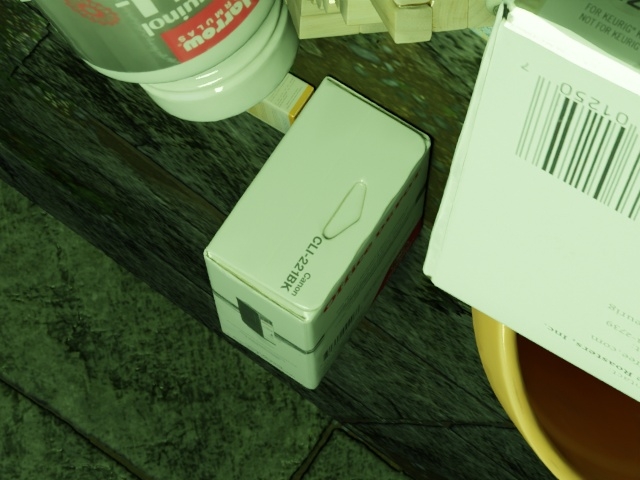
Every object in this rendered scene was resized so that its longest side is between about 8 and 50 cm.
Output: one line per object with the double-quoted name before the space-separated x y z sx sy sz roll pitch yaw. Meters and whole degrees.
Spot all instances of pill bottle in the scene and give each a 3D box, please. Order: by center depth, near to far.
"pill bottle" -0.129 -0.218 1.353 0.176 0.176 0.318 25 164 33

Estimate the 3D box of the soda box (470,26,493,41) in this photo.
"soda box" 0.147 -0.155 1.161 0.058 0.063 0.183 36 166 -9

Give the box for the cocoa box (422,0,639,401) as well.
"cocoa box" 0.253 -0.031 0.765 0.347 0.228 0.231 30 156 10

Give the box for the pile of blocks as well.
"pile of blocks" 0.057 -0.199 1.186 0.112 0.149 0.362 -7 -173 -12

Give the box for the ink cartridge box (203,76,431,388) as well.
"ink cartridge box" 0.000 0.000 1.767 0.114 0.197 0.273 32 166 9

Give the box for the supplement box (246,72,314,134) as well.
"supplement box" -0.052 -0.136 1.762 0.098 0.036 0.062 31 167 13

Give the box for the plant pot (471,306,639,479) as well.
"plant pot" 0.208 0.001 1.176 0.291 0.291 0.203 40 -177 -24

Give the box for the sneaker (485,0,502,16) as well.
"sneaker" 0.194 -0.172 0.982 0.222 0.118 0.083 2 175 10
